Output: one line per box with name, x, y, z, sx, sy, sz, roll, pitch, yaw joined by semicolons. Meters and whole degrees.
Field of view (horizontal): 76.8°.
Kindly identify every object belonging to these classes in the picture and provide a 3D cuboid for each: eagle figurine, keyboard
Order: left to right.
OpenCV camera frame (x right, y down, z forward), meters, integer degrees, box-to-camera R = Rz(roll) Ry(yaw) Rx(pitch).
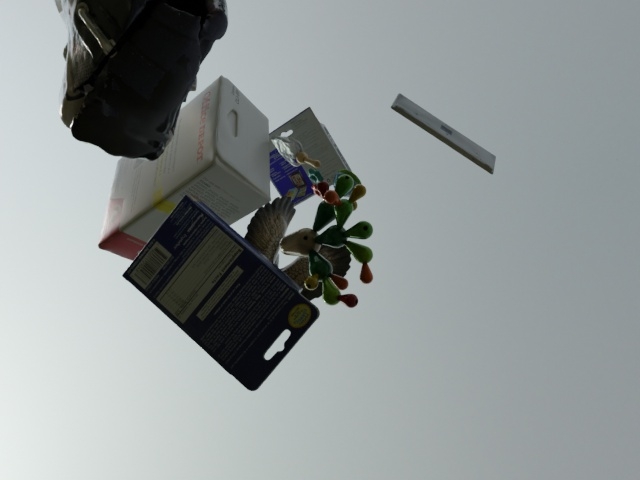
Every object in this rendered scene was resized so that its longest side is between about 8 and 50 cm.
eagle figurine;-0.107;0.069;0.966;0.298;0.227;0.225;-44;-123;29
keyboard;0.264;-0.228;0.856;0.256;0.072;0.014;32;-48;-3

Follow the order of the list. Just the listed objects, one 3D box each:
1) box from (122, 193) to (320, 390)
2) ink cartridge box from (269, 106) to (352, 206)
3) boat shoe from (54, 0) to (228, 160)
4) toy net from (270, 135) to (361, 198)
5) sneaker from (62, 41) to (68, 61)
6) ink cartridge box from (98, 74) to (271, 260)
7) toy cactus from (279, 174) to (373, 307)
box;-0.123;0.065;0.509;0.225;0.036;0.136;40;-86;8
ink cartridge box;-0.054;-0.221;1.104;0.207;0.045;0.208;-27;-76;20
boat shoe;-0.174;-0.244;0.394;0.158;0.127;0.340;-42;-124;30
toy net;-0.015;-0.168;0.940;0.232;0.045;0.122;39;-20;-2
sneaker;-0.278;-0.329;0.635;0.153;0.235;0.094;-40;-89;32
ink cartridge box;-0.304;-0.142;0.925;0.385;0.160;0.279;-27;-130;26
toy cactus;0.000;0.000;0.650;0.181;0.112;0.218;-10;-104;41
